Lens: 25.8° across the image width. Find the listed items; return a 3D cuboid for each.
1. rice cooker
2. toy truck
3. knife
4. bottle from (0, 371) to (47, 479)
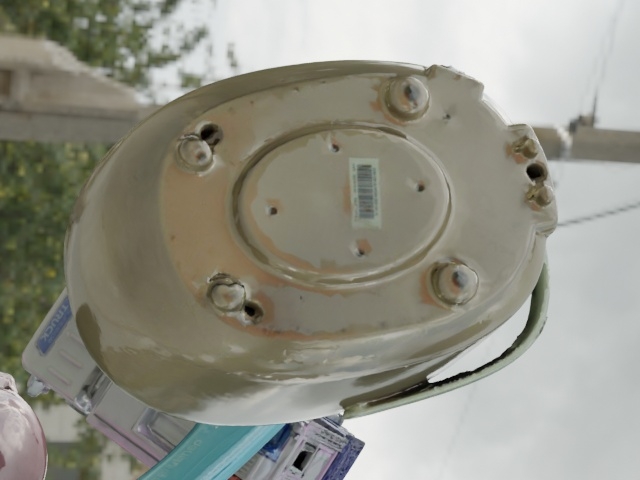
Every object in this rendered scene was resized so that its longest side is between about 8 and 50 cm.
[{"bbox_3d":[0.000,0.000,0.569,0.127,0.206,0.145,127,-49,-71],"label":"rice cooker"},{"bbox_3d":[-0.113,0.126,1.092,0.268,0.155,0.124,30,-95,25],"label":"toy truck"},{"bbox_3d":[-0.080,0.144,0.915,0.064,0.222,0.031,7,-59,34],"label":"knife"},{"bbox_3d":[-0.255,0.129,0.774,0.233,0.110,0.110,-12,-107,31],"label":"bottle"}]
